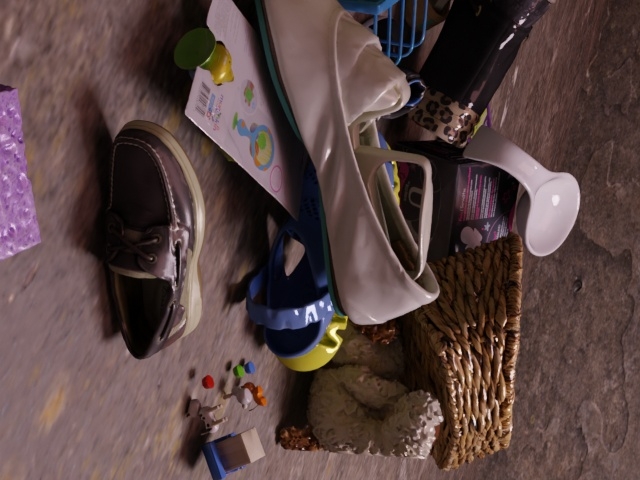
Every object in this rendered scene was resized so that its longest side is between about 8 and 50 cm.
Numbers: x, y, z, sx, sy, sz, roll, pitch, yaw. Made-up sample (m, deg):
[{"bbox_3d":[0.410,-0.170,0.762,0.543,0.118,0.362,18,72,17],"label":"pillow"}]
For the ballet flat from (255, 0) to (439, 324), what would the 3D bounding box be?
[{"bbox_3d":[0.045,-0.102,0.836,0.139,0.139,0.400,-38,118,-55],"label":"ballet flat"}]

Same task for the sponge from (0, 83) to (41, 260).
[{"bbox_3d":[-0.261,-0.018,0.484,0.210,0.031,0.117,-37,135,-55],"label":"sponge"}]

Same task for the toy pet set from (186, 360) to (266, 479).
[{"bbox_3d":[-0.112,0.210,0.927,0.122,0.065,0.114,4,64,-69],"label":"toy pet set"}]

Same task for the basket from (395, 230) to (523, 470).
[{"bbox_3d":[0.243,0.174,1.181,0.223,0.213,0.299,-17,129,-13],"label":"basket"}]

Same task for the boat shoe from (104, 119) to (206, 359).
[{"bbox_3d":[-0.148,0.009,0.691,0.073,0.080,0.224,-55,153,-50],"label":"boat shoe"}]

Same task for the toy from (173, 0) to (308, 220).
[{"bbox_3d":[-0.077,-0.127,0.797,0.237,0.056,0.137,49,47,-61],"label":"toy"}]

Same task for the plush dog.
[{"bbox_3d":[0.051,0.192,1.158,0.262,0.210,0.225,120,-26,-75],"label":"plush dog"}]

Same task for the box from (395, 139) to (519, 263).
[{"bbox_3d":[0.206,-0.028,1.313,0.142,0.163,0.247,-7,112,-33],"label":"box"}]

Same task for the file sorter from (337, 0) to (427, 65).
[{"bbox_3d":[0.046,-0.257,0.938,0.170,0.118,0.105,-47,145,-48],"label":"file sorter"}]

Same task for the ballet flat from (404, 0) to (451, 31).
[{"bbox_3d":[0.192,-0.425,1.206,0.080,0.073,0.232,18,85,-31],"label":"ballet flat"}]

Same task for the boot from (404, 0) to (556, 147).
[{"bbox_3d":[0.231,-0.306,1.274,0.284,0.138,0.377,-61,-167,12],"label":"boot"}]

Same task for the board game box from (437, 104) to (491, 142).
[{"bbox_3d":[0.260,-0.129,1.566,0.347,0.056,0.208,-64,149,-27],"label":"board game box"}]

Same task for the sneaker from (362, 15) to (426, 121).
[{"bbox_3d":[0.090,-0.219,1.048,0.217,0.121,0.079,-55,150,-40],"label":"sneaker"}]

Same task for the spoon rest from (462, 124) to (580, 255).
[{"bbox_3d":[0.322,-0.071,1.220,0.276,0.084,0.137,36,85,-40],"label":"spoon rest"}]

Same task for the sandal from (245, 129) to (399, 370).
[{"bbox_3d":[0.000,0.000,0.960,0.138,0.126,0.317,27,78,-60],"label":"sandal"}]
